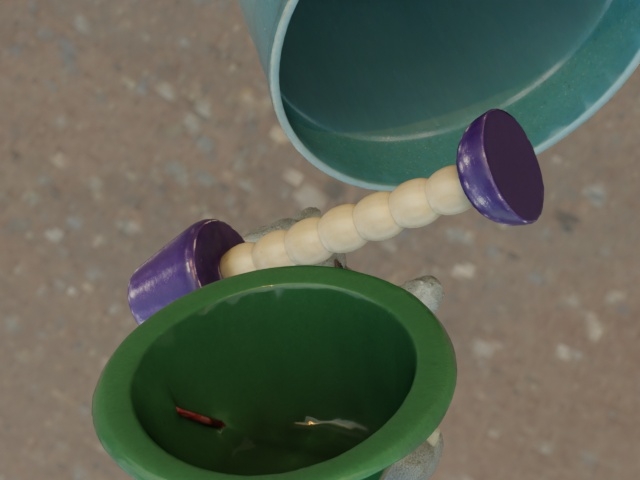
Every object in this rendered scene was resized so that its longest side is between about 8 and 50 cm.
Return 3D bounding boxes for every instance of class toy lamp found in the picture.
[{"bbox_3d":[0.000,0.000,1.155,0.274,0.080,0.080,-21,122,31],"label":"toy lamp"}]

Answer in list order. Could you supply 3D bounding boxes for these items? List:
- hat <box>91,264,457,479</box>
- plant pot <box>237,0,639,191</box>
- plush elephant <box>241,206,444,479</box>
[{"bbox_3d":[-0.007,0.130,0.985,0.173,0.208,0.184,34,141,40],"label":"hat"},{"bbox_3d":[0.055,-0.216,1.241,0.271,0.255,0.272,-15,139,-13],"label":"plant pot"},{"bbox_3d":[-0.008,0.097,1.660,0.330,0.272,0.255,18,105,4],"label":"plush elephant"}]
